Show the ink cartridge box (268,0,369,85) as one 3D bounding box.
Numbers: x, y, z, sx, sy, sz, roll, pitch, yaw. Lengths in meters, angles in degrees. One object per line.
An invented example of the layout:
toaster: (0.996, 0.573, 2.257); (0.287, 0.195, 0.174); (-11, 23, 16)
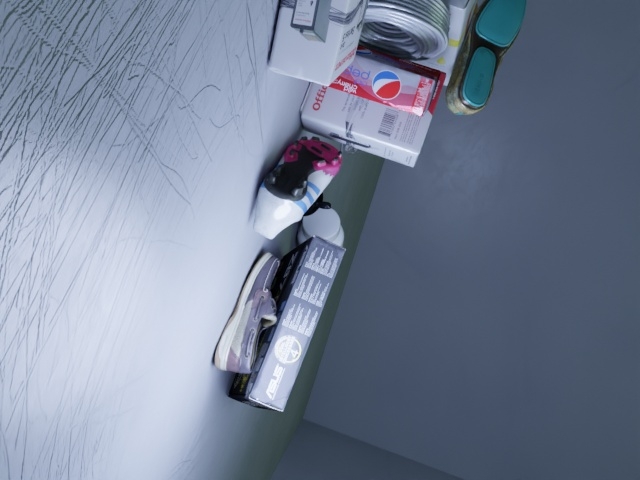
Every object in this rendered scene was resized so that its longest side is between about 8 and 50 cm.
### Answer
ink cartridge box: (0.016, -0.422, 1.250); (0.198, 0.114, 0.273); (-58, 165, -59)

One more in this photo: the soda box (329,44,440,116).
soda box: (0.106, -0.339, 1.524); (0.092, 0.263, 0.084); (-56, 164, -61)

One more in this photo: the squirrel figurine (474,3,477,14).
squirrel figurine: (0.391, -0.833, 2.073); (0.396, 0.281, 0.370); (-23, 171, -44)

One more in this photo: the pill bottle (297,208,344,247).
pill bottle: (0.000, 0.000, 2.088); (0.229, 0.131, 0.131); (93, 18, -64)

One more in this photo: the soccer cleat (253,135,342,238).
soccer cleat: (-0.056, -0.115, 1.567); (0.143, 0.116, 0.331); (-64, 172, 31)

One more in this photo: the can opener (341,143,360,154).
can opener: (0.099, -0.352, 2.259); (0.283, 0.075, 0.095); (91, -13, -64)

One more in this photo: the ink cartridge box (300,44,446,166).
ink cartridge box: (0.114, -0.305, 1.647); (0.114, 0.272, 0.197); (84, 26, -81)

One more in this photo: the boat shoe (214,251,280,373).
boat shoe: (-0.139, 0.161, 1.630); (0.103, 0.092, 0.285); (95, 16, -61)

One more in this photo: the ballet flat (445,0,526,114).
ballet flat: (0.386, -0.454, 1.784); (0.123, 0.123, 0.349); (77, 35, -76)

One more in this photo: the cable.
cable: (0.150, -0.462, 1.568); (0.257, 0.257, 0.089); (34, 71, -70)

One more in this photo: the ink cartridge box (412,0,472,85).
ink cartridge box: (0.213, -0.547, 1.742); (0.385, 0.279, 0.161); (74, 38, -76)

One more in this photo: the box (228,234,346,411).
box: (-0.087, 0.205, 1.778); (0.395, 0.097, 0.318); (-68, -168, -15)

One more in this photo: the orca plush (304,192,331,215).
orca plush: (-0.016, -0.117, 1.802); (0.287, 0.102, 0.151); (85, 25, -71)
